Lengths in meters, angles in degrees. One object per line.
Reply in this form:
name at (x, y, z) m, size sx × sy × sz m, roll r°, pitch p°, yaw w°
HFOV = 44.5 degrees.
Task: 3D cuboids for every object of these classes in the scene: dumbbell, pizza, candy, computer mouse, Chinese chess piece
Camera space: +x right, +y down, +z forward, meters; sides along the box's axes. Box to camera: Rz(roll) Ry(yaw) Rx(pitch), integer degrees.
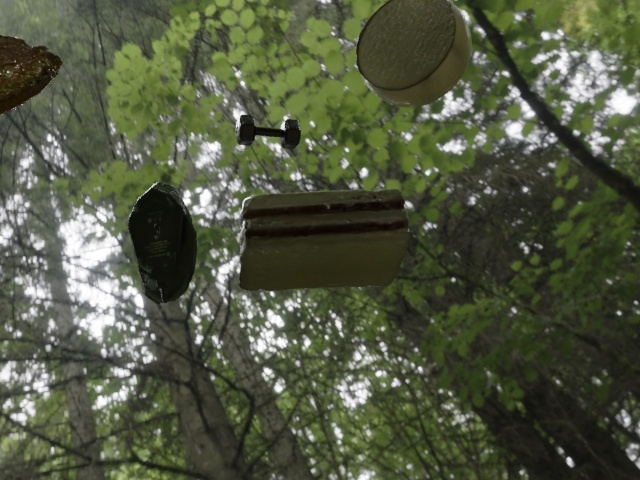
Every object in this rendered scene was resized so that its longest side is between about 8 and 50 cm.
dumbbell at (-0.068, -0.139, 1.005) m, size 0.083 × 0.040 × 0.036 m, roll 3°, pitch -41°, yaw -17°
pizza at (-0.196, -0.093, 0.445) m, size 0.099 × 0.100 × 0.029 m, roll -8°, pitch -39°, yaw -30°
candy at (0.000, 0.000, 1.504) m, size 0.320 × 0.135 × 0.179 m, roll -2°, pitch -33°, yaw -4°
computer mouse at (-0.246, 0.003, 1.240) m, size 0.105 × 0.062 × 0.192 m, roll -6°, pitch -93°, yaw 22°
Chinese chess piece at (0.097, -0.200, 0.819) m, size 0.122 × 0.122 × 0.051 m, roll -50°, pitch -35°, yaw 9°
